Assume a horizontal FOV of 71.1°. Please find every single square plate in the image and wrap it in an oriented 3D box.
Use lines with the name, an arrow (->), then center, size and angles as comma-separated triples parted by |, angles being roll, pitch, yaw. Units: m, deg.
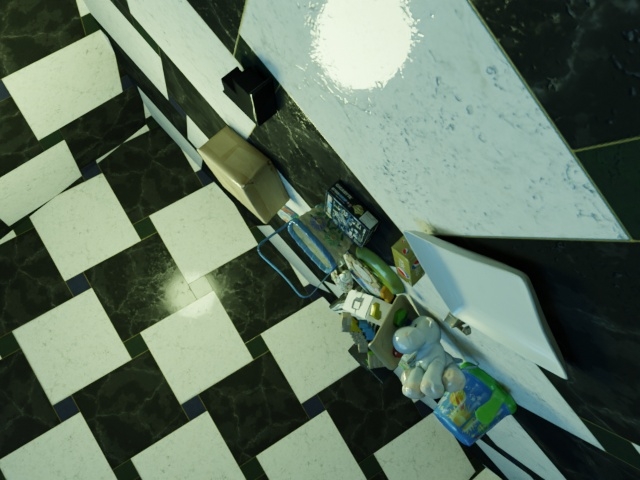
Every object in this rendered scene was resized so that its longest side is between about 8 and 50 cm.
square plate -> 0.373, 0.125, 1.015 | 0.347, 0.049, 0.344 | 53, 168, -31

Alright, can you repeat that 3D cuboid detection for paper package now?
paper package -> -0.315, -0.273, 1.889 | 0.325, 0.168, 0.309 | 40, 167, 28

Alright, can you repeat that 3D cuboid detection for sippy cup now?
sippy cup -> 0.543, 0.604, 1.627 | 0.240, 0.224, 0.305 | 35, 164, 44

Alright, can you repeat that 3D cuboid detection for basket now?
basket -> -0.043, 0.023, 1.583 | 0.255, 0.289, 0.201 | 45, 169, 4

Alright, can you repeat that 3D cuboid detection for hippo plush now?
hippo plush -> 0.381, 0.381, 1.532 | 0.234, 0.295, 0.236 | 159, 91, -77

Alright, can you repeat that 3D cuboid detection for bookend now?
bookend -> -0.198, -0.411, 1.193 | 0.157, 0.072, 0.156 | 45, 168, 11

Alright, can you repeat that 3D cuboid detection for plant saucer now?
plant saucer -> 0.209, 0.118, 1.645 | 0.241, 0.037, 0.241 | 45, 170, 10

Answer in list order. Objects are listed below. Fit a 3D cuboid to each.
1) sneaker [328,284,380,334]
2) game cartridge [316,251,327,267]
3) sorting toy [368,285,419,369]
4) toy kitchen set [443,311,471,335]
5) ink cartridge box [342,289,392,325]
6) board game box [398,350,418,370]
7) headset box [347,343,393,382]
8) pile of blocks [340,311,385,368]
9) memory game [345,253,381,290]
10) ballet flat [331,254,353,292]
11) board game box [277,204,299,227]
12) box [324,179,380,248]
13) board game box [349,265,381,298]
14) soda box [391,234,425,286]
sneaker -> 0.198, 0.371, 2.244 | 0.257, 0.169, 0.447 | 48, 167, 1
game cartridge -> 0.017, 0.073, 2.179 | 0.198, 0.062, 0.297 | 50, 170, 7
sorting toy -> 0.261, 0.310, 1.603 | 0.041, 0.229, 0.307 | 17, 154, 45
toy kitchen set -> 0.408, 0.218, 1.264 | 0.083, 0.075, 0.068 | -1, -144, -47
ink cartridge box -> 0.225, 0.295, 1.898 | 0.172, 0.100, 0.237 | 25, 174, -18
board game box -> 0.389, 0.474, 1.954 | 0.142, 0.144, 0.275 | 38, 167, 35
headset box -> 0.311, 0.565, 2.305 | 0.131, 0.246, 0.283 | 49, 170, -15
pile of blocks -> 0.213, 0.434, 2.071 | 0.362, 0.149, 0.112 | 54, -166, -23
memory game -> 0.161, 0.119, 1.694 | 0.186, 0.012, 0.186 | 45, 168, 13
ballet flat -> 0.081, 0.114, 1.880 | 0.077, 0.091, 0.240 | -11, 107, 59
board game box -> -0.156, -0.121, 2.178 | 0.201, 0.035, 0.136 | 37, 166, 40
box -> 0.090, -0.072, 1.370 | 0.175, 0.051, 0.220 | 45, 169, 10
board game box -> 0.200, 0.173, 1.869 | 0.160, 0.039, 0.211 | 47, 171, -4
soda box -> 0.244, 0.057, 1.232 | 0.061, 0.058, 0.181 | 41, 167, 30
